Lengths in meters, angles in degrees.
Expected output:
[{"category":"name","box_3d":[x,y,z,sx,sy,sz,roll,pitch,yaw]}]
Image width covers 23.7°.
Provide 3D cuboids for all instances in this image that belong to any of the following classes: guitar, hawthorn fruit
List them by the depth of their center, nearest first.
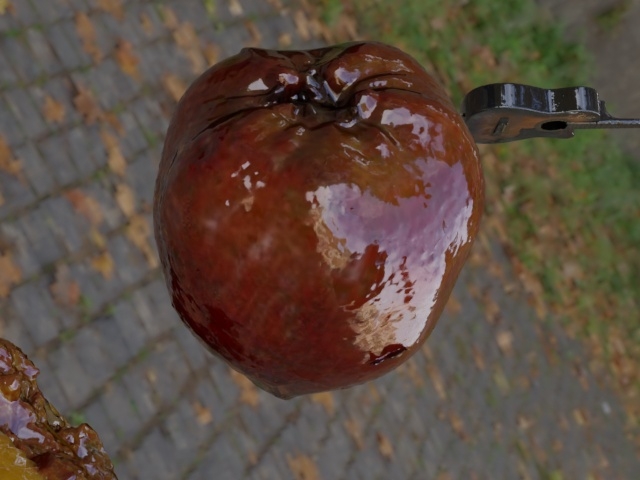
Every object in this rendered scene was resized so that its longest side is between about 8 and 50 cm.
[{"category":"hawthorn fruit","box_3d":[0.000,0.000,0.828,0.185,0.185,0.202,-92,180,-57]},{"category":"guitar","box_3d":[0.231,-0.106,1.274,0.088,0.233,0.025,101,-13,-73]}]

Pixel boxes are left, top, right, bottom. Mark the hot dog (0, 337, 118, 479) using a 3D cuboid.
[{"category":"hot dog","box_3d":[-0.141,0.047,0.507,0.249,0.076,0.102,40,18,17]}]
